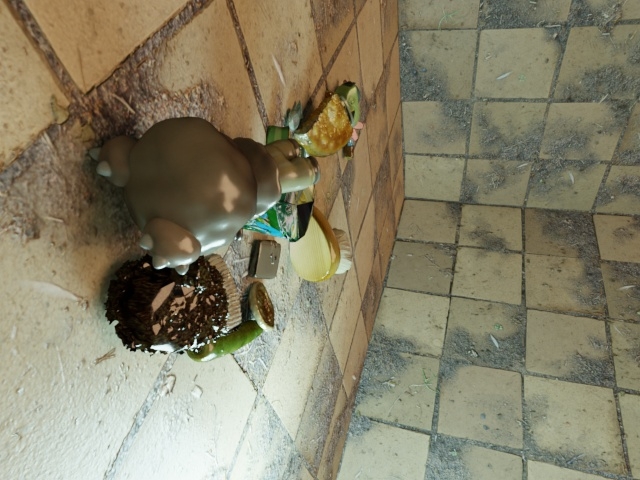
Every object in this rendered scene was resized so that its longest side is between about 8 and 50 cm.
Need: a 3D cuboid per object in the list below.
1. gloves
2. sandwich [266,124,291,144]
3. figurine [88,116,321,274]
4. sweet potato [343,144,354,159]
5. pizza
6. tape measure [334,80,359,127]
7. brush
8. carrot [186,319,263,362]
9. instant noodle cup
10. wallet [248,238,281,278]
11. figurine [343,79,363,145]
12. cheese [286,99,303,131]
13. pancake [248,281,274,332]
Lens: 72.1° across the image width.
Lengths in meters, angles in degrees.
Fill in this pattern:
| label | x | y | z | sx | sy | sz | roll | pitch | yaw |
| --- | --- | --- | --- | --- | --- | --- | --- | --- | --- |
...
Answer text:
| label | x | y | z | sx | sy | sz | roll | pitch | yaw |
| --- | --- | --- | --- | --- | --- | --- | --- | --- | --- |
| gloves | -0.253 | 0.110 | 0.826 | 0.312 | 0.135 | 0.210 | -15 | 115 | -68 |
| sandwich | -0.119 | -0.248 | 1.211 | 0.074 | 0.074 | 0.116 | -60 | 150 | -51 |
| figurine | -0.163 | -0.102 | 0.755 | 0.380 | 0.203 | 0.248 | -23 | 80 | -44 |
| sweet potato | 0.124 | -0.417 | 1.949 | 0.049 | 0.049 | 0.117 | -32 | 120 | -68 |
| pizza | 0.018 | -0.400 | 1.513 | 0.335 | 0.086 | 0.226 | -24 | 125 | -53 |
| tape measure | 0.081 | -0.487 | 1.672 | 0.154 | 0.087 | 0.177 | -40 | 137 | -24 |
| brush | 0.000 | 0.000 | 1.486 | 0.166 | 0.174 | 0.266 | -22 | 106 | -57 |
| carrot | -0.218 | 0.239 | 1.093 | 0.358 | 0.074 | 0.074 | 15 | 82 | -75 |
| instant noodle cup | -0.133 | -0.116 | 1.044 | 0.240 | 0.178 | 0.240 | 6 | 90 | -72 |
| wallet | -0.154 | 0.055 | 1.268 | 0.153 | 0.039 | 0.118 | 15 | 83 | -71 |
| figurine | 0.127 | -0.530 | 1.824 | 0.205 | 0.103 | 0.260 | -64 | 152 | -46 |
| cheese | -0.080 | -0.382 | 1.363 | 0.120 | 0.026 | 0.067 | -66 | 156 | -44 |
| pancake | -0.162 | 0.183 | 1.240 | 0.151 | 0.025 | 0.151 | -22 | 90 | -80 |
